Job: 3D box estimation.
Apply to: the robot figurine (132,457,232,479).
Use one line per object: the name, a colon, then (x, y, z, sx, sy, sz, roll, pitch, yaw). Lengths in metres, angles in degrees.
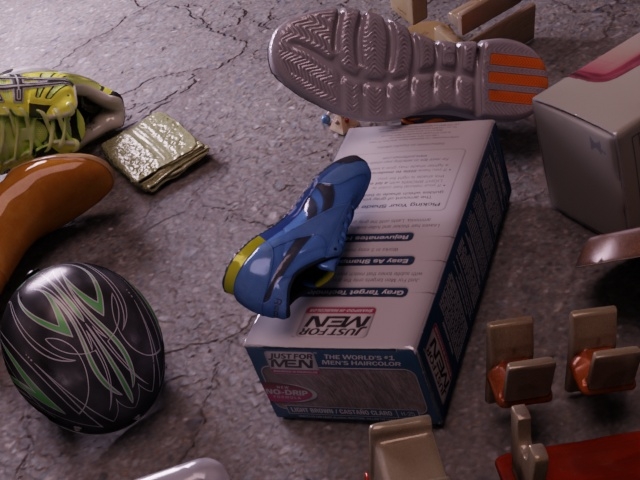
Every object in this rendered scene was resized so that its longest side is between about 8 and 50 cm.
robot figurine: (-0.109, 0.301, 0.834, 0.353, 0.200, 0.300, -13, 60, 6)

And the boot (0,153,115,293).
boot: (-0.379, 0.021, 1.407, 0.295, 0.104, 0.211, -19, 41, 6)

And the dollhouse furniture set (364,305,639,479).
dollhouse furniture set: (0.170, 0.198, 0.947, 0.259, 0.135, 0.262, -8, 36, -5)

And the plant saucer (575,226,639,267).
plant saucer: (0.320, -0.003, 1.108, 0.168, 0.029, 0.168, -12, -3, -1)

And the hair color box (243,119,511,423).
hair color box: (0.070, 0.021, 1.199, 0.174, 0.105, 0.347, -1, 39, 25)

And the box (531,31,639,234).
box: (0.354, -0.123, 1.232, 0.232, 0.148, 0.127, -31, 38, -17)

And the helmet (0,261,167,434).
helmet: (-0.236, 0.106, 1.187, 0.169, 0.169, 0.161, -34, 23, -21)

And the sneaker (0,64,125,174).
sneaker: (-0.391, -0.156, 1.518, 0.147, 0.145, 0.385, 4, 22, 21)

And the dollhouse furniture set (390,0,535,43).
dollhouse furniture set: (0.183, -0.326, 1.539, 0.123, 0.144, 0.151, -32, 53, -18)

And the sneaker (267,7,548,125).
sneaker: (0.085, -0.177, 1.375, 0.321, 0.124, 0.180, 9, -5, -13)

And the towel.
towel: (-0.220, -0.117, 1.565, 0.110, 0.027, 0.148, -33, 40, -18)

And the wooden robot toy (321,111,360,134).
wooden robot toy: (0.050, -0.214, 1.534, 0.076, 0.079, 0.173, 6, 43, 28)

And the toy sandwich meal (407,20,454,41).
toy sandwich meal: (0.141, -0.267, 1.608, 0.086, 0.029, 0.085, -9, 38, 7)

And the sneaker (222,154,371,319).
sneaker: (0.000, 0.000, 1.125, 0.082, 0.069, 0.209, 28, 52, 23)
